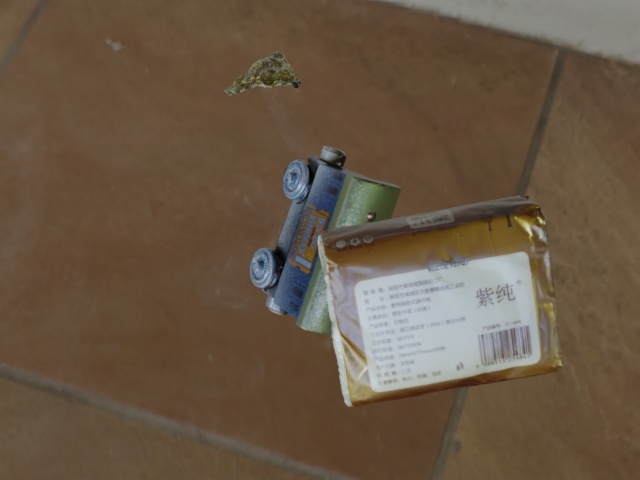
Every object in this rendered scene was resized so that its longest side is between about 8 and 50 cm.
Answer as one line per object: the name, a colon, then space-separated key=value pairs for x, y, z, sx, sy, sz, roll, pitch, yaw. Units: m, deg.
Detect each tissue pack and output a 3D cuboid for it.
tissue pack: x=0.119 y=0.062 z=1.190 sx=0.226 sy=0.183 sz=0.092 roll=-10 pitch=15 yaw=1

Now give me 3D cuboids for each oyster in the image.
oyster: x=-0.066 y=-0.209 z=1.537 sx=0.146 sy=0.045 sz=0.121 roll=-16 pitch=30 yaw=-42

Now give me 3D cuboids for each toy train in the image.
toy train: x=0.000 y=0.000 z=1.963 sx=0.131 sy=0.300 sz=0.202 roll=11 pitch=12 yaw=-38
